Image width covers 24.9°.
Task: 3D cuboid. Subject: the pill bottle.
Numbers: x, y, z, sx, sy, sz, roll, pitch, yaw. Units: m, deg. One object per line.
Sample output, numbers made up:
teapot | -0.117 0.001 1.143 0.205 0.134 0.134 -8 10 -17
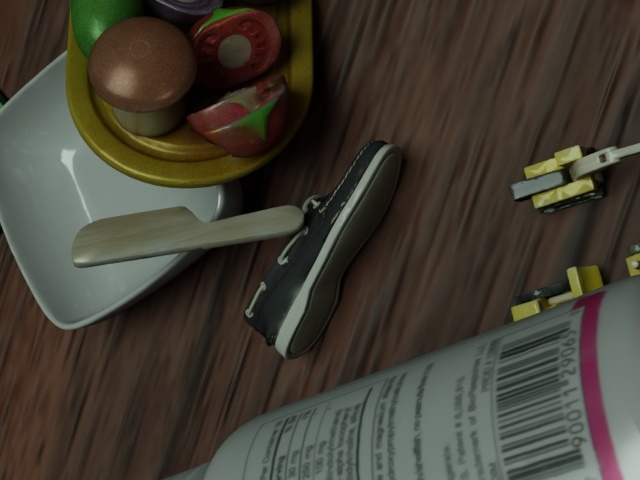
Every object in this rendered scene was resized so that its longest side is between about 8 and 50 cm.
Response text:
pill bottle | 0.048 0.133 0.629 0.283 0.160 0.160 -23 75 28

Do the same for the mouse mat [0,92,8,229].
mouse mat | -0.260 -0.031 0.917 0.189 0.007 0.152 -49 65 18

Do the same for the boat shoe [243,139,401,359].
boat shoe | 0.000 0.000 0.736 0.038 0.046 0.125 35 113 23

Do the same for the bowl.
bowl | -0.108 -0.035 0.798 0.142 0.053 0.142 -35 69 25

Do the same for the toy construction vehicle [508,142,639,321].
toy construction vehicle | 0.125 -0.002 0.664 0.098 0.035 0.086 -16 79 30

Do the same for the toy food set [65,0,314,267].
toy food set | -0.066 -0.101 0.719 0.128 0.071 0.218 -2 65 -1
